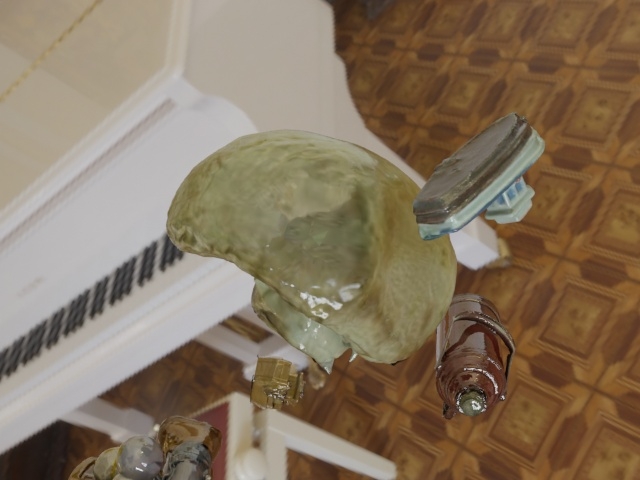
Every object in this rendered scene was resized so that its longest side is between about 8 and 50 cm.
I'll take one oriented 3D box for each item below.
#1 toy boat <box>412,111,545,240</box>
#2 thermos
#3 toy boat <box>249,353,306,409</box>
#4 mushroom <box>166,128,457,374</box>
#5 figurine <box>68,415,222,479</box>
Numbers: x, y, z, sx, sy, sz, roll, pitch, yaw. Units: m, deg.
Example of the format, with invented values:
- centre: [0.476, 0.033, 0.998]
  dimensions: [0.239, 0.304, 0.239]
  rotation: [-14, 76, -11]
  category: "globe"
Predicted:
- centre: [0.124, -0.039, 0.683]
  dimensions: [0.059, 0.066, 0.140]
  rotation: [-4, 33, 50]
  category: "toy boat"
- centre: [0.196, 0.165, 1.250]
  dimensions: [0.124, 0.099, 0.232]
  rotation: [-61, 5, 24]
  category: "thermos"
- centre: [-0.056, 0.196, 1.272]
  dimensions: [0.206, 0.072, 0.064]
  rotation: [100, -177, -72]
  category: "toy boat"
- centre: [0.007, -0.004, 0.831]
  dimensions: [0.189, 0.267, 0.164]
  rotation: [-50, -1, -10]
  category: "mushroom"
- centre: [-0.202, 0.318, 1.021]
  dimensions: [0.382, 0.186, 0.261]
  rotation: [-76, -13, -73]
  category: "figurine"
